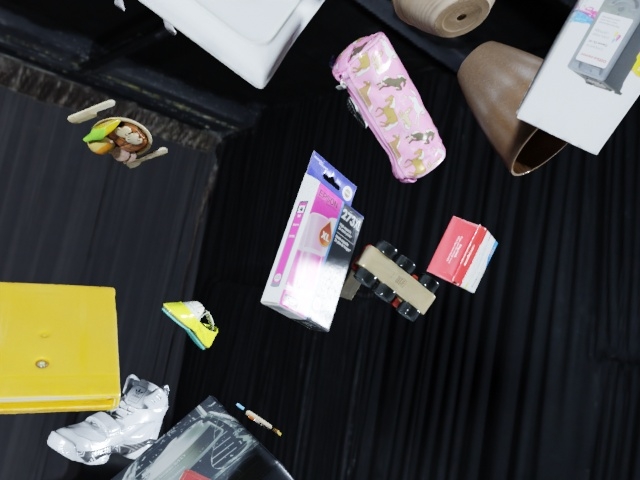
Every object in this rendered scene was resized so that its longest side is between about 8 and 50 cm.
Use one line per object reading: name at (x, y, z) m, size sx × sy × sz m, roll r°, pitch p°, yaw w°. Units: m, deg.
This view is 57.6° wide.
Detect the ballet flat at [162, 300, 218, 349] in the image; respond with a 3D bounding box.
ballet flat at (-0.316, 0.195, 1.448) m, size 0.077 × 0.077 × 0.231 m, roll 34°, pitch -19°, yaw 31°

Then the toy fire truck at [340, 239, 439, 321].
toy fire truck at (0.160, 0.121, 1.558) m, size 0.217 × 0.158 × 0.246 m, roll 38°, pitch -9°, yaw -8°

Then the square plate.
square plate at (-0.176, -0.512, 1.132) m, size 0.347 × 0.344 × 0.049 m, roll 35°, pitch -32°, yaw -13°

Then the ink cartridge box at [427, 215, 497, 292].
ink cartridge box at (0.310, 0.031, 1.275) m, size 0.078 × 0.134 × 0.231 m, roll 26°, pitch 1°, yaw 27°

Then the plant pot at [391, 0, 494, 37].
plant pot at (0.268, -0.490, 1.171) m, size 0.237 × 0.109 × 0.237 m, roll -14°, pitch -18°, yaw -5°

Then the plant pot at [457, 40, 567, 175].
plant pot at (0.388, -0.286, 1.166) m, size 0.230 × 0.215 × 0.215 m, roll 52°, pitch 10°, yaw 23°

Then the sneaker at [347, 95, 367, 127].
sneaker at (0.124, -0.408, 1.832) m, size 0.109 × 0.044 × 0.040 m, roll 56°, pitch -23°, yaw -5°

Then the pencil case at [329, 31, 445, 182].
pencil case at (0.180, -0.333, 1.498) m, size 0.167 × 0.160 × 0.386 m, roll -30°, pitch -62°, yaw 15°

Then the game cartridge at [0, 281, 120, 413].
game cartridge at (-0.561, 0.207, 1.180) m, size 0.285 × 0.052 × 0.323 m, roll 6°, pitch 32°, yaw -25°

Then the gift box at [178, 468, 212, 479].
gift box at (-0.133, 0.498, 0.811) m, size 0.255 × 0.276 × 0.258 m, roll 26°, pitch -46°, yaw 12°

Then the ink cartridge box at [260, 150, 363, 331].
ink cartridge box at (0.000, 0.000, 1.297) m, size 0.069 × 0.371 × 0.176 m, roll -1°, pitch -26°, yaw 41°

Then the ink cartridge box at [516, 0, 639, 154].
ink cartridge box at (0.408, -0.303, 0.781) m, size 0.131 × 0.306 × 0.226 m, roll 29°, pitch 40°, yaw 11°

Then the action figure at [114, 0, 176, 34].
action figure at (-0.341, -0.700, 1.490) m, size 0.341 × 0.330 × 0.178 m, roll 27°, pitch -7°, yaw 30°

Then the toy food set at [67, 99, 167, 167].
toy food set at (-0.424, -0.210, 1.235) m, size 0.132 × 0.038 × 0.192 m, roll -17°, pitch -32°, yaw 20°

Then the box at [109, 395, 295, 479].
box at (-0.268, 0.629, 1.180) m, size 0.297 × 0.480 × 0.472 m, roll 56°, pitch -21°, yaw -13°

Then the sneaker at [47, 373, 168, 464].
sneaker at (-0.550, 0.473, 1.568) m, size 0.137 × 0.210 × 0.366 m, roll 16°, pitch -9°, yaw 29°

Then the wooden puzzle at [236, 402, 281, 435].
wooden puzzle at (-0.141, 0.409, 1.319) m, size 0.116 × 0.014 × 0.078 m, roll 31°, pitch -21°, yaw 9°
